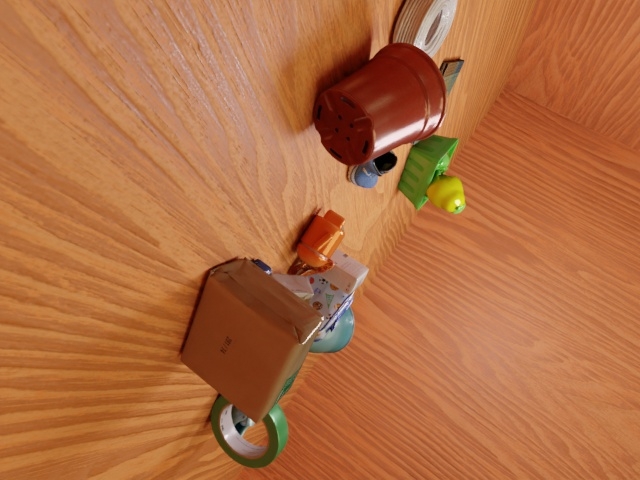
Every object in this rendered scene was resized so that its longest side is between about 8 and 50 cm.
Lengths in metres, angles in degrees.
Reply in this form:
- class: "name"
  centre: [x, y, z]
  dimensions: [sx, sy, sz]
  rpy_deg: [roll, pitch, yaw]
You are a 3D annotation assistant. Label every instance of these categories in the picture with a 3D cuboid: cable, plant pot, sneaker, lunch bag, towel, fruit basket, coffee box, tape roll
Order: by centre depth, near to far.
- class: "plant pot"
  centre: [0.141, -0.338, 1.229]
  dimensions: [0.265, 0.272, 0.272]
  rpy_deg: [-35, 155, -32]
- class: "cable"
  centre: [0.307, -0.638, 1.395]
  dimensions: [0.257, 0.089, 0.257]
  rpy_deg: [-48, 162, -26]
- class: "lunch bag"
  centre: [-0.194, 0.106, 1.396]
  dimensions: [0.065, 0.067, 0.098]
  rpy_deg: [-34, 151, -54]
- class: "sneaker"
  centre: [0.184, -0.260, 1.651]
  dimensions: [0.130, 0.147, 0.330]
  rpy_deg: [-53, 164, -12]
- class: "coffee box"
  centre: [-0.136, 0.241, 1.657]
  dimensions: [0.141, 0.098, 0.246]
  rpy_deg: [8, 124, -26]
- class: "sneaker"
  centre: [-0.032, 0.098, 1.744]
  dimensions: [0.067, 0.175, 0.064]
  rpy_deg: [16, 63, -72]
- class: "lunch bag"
  centre: [-0.014, 0.244, 1.859]
  dimensions: [0.303, 0.243, 0.115]
  rpy_deg: [-48, 161, -31]
- class: "tape roll"
  centre: [-0.282, 0.730, 1.861]
  dimensions: [0.077, 0.321, 0.321]
  rpy_deg: [-23, 143, -62]
- class: "sneaker"
  centre: [-0.300, 0.708, 2.017]
  dimensions: [0.135, 0.150, 0.366]
  rpy_deg: [19, 105, -46]
- class: "plant pot"
  centre: [-0.032, 0.362, 2.035]
  dimensions: [0.255, 0.271, 0.272]
  rpy_deg: [7, 116, -57]
- class: "towel"
  centre: [0.519, -0.627, 2.125]
  dimensions: [0.271, 0.040, 0.370]
  rpy_deg: [-36, 152, -53]
- class: "fruit basket"
  centre: [0.600, -0.305, 2.377]
  dimensions: [0.283, 0.392, 0.392]
  rpy_deg: [-46, 160, -32]

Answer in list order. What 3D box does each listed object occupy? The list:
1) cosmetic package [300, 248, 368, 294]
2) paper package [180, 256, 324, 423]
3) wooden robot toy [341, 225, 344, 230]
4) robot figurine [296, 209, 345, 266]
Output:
- class: "cosmetic package"
  centre: [0.054, 0.096, 1.794]
  dimensions: [0.117, 0.231, 0.085]
  rpy_deg: [-32, 151, -56]
- class: "paper package"
  centre: [-0.189, 0.267, 1.284]
  dimensions: [0.168, 0.309, 0.325]
  rpy_deg: [-30, 150, -57]
- class: "wooden robot toy"
  centre: [0.042, -0.008, 1.907]
  dimensions: [0.079, 0.076, 0.173]
  rpy_deg: [-93, -162, -50]
- class: "robot figurine"
  centre: [0.000, 0.000, 1.648]
  dimensions: [0.128, 0.158, 0.219]
  rpy_deg: [32, 92, -41]
